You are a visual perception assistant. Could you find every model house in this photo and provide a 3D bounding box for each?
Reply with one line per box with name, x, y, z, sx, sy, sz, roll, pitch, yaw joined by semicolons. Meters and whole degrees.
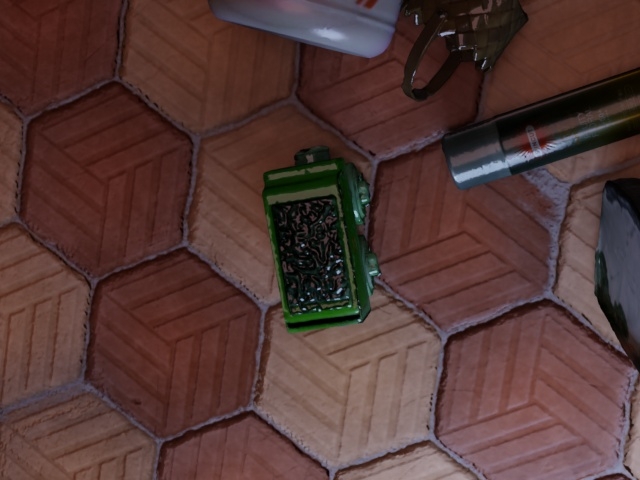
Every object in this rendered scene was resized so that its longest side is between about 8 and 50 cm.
model house;0.499;0.046;1.425;0.301;0.271;0.190;3;112;-5

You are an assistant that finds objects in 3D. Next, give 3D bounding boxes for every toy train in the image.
toy train;0.000;0.000;1.541;0.132;0.188;0.243;-9;94;10

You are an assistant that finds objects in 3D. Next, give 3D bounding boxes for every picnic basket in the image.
picnic basket;0.161;-0.259;1.514;0.138;0.128;0.178;39;101;24

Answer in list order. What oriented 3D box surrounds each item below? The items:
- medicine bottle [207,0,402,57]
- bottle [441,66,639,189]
medicine bottle;0.004;-0.398;1.473;0.241;0.241;0.302;16;98;10
bottle;0.299;-0.143;1.520;0.286;0.082;0.082;-18;92;13
